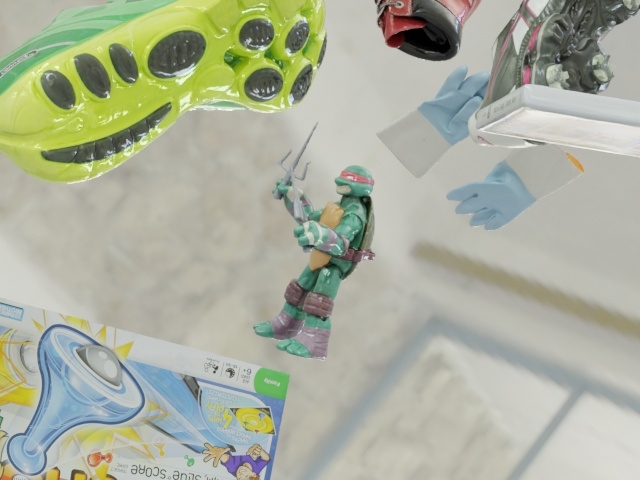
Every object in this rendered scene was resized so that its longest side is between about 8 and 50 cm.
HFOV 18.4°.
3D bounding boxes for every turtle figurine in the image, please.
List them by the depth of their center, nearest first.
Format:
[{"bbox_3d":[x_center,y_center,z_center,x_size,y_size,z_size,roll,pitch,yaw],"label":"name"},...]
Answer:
[{"bbox_3d":[0.000,0.000,2.068,0.118,0.234,0.175,15,5,-8],"label":"turtle figurine"}]

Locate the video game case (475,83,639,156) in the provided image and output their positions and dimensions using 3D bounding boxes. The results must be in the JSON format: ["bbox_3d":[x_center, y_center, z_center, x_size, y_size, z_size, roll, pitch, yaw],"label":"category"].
[{"bbox_3d":[0.203,-0.083,1.419,0.157,0.019,0.143,8,-5,-8],"label":"video game case"}]

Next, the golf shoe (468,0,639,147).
[{"bbox_3d":[0.200,-0.193,1.655,0.105,0.273,0.120,42,-34,-24],"label":"golf shoe"}]

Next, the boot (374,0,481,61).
[{"bbox_3d":[0.055,-0.289,2.039,0.244,0.176,0.088,33,-47,-6],"label":"boot"}]

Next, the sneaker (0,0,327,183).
[{"bbox_3d":[-0.107,-0.124,1.265,0.123,0.295,0.109,18,-61,38],"label":"sneaker"}]

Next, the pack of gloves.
[{"bbox_3d":[0.203,-0.120,2.458,0.195,0.046,0.232,47,-38,-4],"label":"pack of gloves"}]

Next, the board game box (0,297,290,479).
[{"bbox_3d":[-0.128,0.125,1.226,0.201,0.136,0.035,15,-17,-17],"label":"board game box"}]
